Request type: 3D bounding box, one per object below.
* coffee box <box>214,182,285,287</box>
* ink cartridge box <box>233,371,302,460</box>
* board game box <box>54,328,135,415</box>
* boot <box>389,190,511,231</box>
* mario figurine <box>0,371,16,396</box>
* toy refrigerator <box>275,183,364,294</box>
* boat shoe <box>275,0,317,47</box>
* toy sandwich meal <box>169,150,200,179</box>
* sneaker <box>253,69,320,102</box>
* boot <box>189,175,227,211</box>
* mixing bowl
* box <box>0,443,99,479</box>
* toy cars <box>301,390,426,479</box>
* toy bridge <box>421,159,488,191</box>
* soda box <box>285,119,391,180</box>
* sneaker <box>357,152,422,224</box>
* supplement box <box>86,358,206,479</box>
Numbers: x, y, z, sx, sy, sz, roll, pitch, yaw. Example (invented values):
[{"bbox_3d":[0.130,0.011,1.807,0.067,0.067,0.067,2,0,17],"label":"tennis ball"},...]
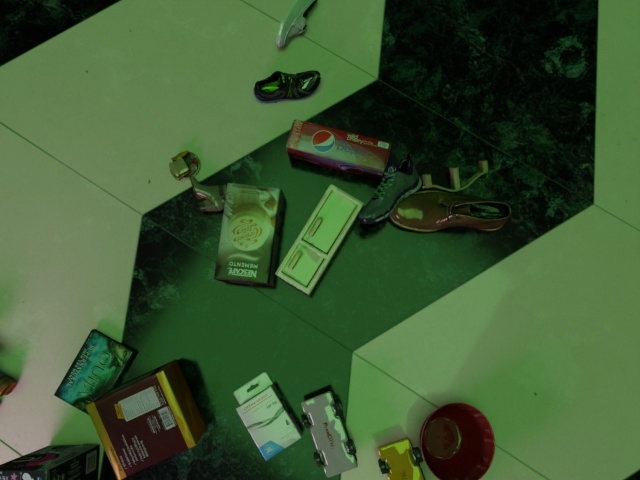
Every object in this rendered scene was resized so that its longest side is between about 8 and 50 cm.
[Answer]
[{"bbox_3d":[-0.178,-0.011,1.339,0.141,0.098,0.247,5,81,3],"label":"coffee box"},{"bbox_3d":[-0.135,0.429,1.286,0.104,0.060,0.180,-33,81,-3],"label":"ink cartridge box"},{"bbox_3d":[-0.573,0.338,1.330,0.126,0.026,0.186,27,83,6],"label":"board game box"},{"bbox_3d":[0.328,-0.080,1.330,0.305,0.115,0.112,2,84,4],"label":"boot"},{"bbox_3d":[-0.927,0.307,1.269,0.320,0.170,0.198,36,49,-1],"label":"mario figurine"},{"bbox_3d":[0.000,0.000,1.335,0.102,0.094,0.270,31,83,6],"label":"toy refrigerator"},{"bbox_3d":[-0.064,-0.612,1.458,0.063,0.066,0.184,25,73,6],"label":"boat shoe"},{"bbox_3d":[-0.368,-0.205,1.411,0.085,0.029,0.086,0,81,2],"label":"toy sandwich meal"},{"bbox_3d":[-0.089,-0.420,1.414,0.188,0.078,0.067,-12,81,-1],"label":"sneaker"},{"bbox_3d":[-0.292,-0.131,1.396,0.087,0.042,0.118,-20,82,-8],"label":"boot"},{"bbox_3d":[0.307,0.475,1.238,0.181,0.098,0.182,3,76,-10],"label":"mixing bowl"},{"bbox_3d":[-0.623,0.566,1.182,0.142,0.247,0.163,-2,80,0],"label":"box"},{"bbox_3d":[0.114,0.512,1.256,0.393,0.087,0.176,28,89,10],"label":"toy cars"},{"bbox_3d":[0.353,-0.161,1.372,0.188,0.026,0.063,-15,109,-12],"label":"toy bridge"},{"bbox_3d":[0.047,-0.236,1.373,0.263,0.092,0.084,15,82,4],"label":"soda box"},{"bbox_3d":[0.163,-0.132,1.319,0.223,0.083,0.098,-40,124,-30],"label":"sneaker"},{"bbox_3d":[-0.409,0.422,1.248,0.194,0.129,0.191,-24,89,-2],"label":"supplement box"}]
